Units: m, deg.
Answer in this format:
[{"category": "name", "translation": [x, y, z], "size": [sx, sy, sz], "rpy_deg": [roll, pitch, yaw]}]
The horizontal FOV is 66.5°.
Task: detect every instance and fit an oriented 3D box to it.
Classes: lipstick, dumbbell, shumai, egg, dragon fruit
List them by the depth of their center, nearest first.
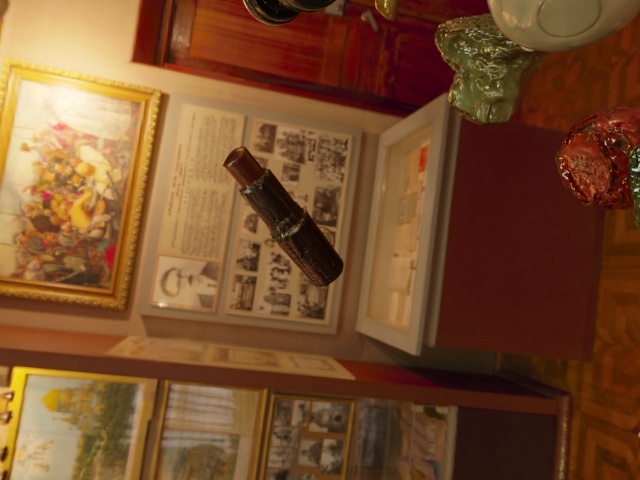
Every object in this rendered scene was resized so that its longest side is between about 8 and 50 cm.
[{"category": "lipstick", "translation": [-0.061, -0.037, 0.854], "size": [0.300, 0.081, 0.081], "rpy_deg": [53, -165, -30]}, {"category": "dumbbell", "translation": [-0.072, -0.632, 1.176], "size": [0.388, 0.185, 0.185], "rpy_deg": [33, 115, 61]}, {"category": "dragon fruit", "translation": [0.812, -0.215, 1.315], "size": [0.295, 0.301, 0.296], "rpy_deg": [-175, 90, -80]}, {"category": "egg", "translation": [0.000, 0.000, 1.394], "size": [0.096, 0.080, 0.080], "rpy_deg": [169, 109, -75]}, {"category": "shumai", "translation": [0.550, -0.538, 1.544], "size": [0.324, 0.397, 0.323], "rpy_deg": [-33, -48, -42]}]

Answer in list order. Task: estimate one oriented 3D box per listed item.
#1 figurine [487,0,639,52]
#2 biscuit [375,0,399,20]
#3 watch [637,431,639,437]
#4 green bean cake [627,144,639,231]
[{"category": "figurine", "translation": [0.390, -0.426, 0.681], "size": [0.226, 0.274, 0.394], "rpy_deg": [115, 178, -63]}, {"category": "biscuit", "translation": [0.149, -0.610, 1.056], "size": [0.164, 0.047, 0.208], "rpy_deg": [53, 148, 18]}, {"category": "watch", "translation": [0.652, 0.277, 0.800], "size": [0.244, 0.231, 0.196], "rpy_deg": [94, 156, -46]}, {"category": "green bean cake", "translation": [0.757, -0.117, 1.002], "size": [0.113, 0.214, 0.200], "rpy_deg": [24, -116, -60]}]
